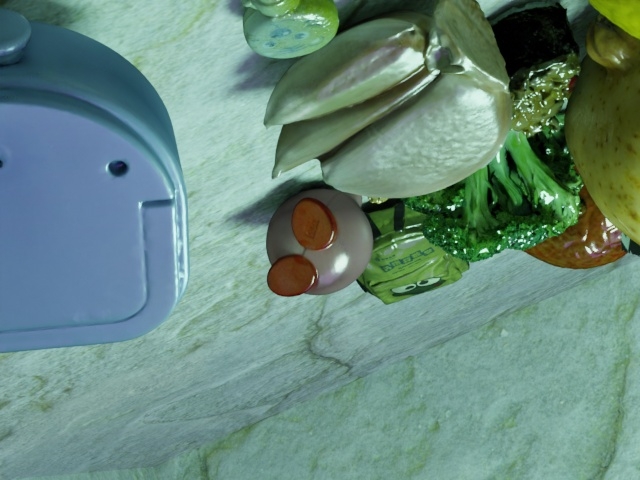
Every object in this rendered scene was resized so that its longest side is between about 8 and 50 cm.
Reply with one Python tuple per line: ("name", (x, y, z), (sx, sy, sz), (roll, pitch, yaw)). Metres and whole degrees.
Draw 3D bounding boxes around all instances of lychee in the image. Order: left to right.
("lychee", (0.399, -0.068, 2.332), (0.255, 0.255, 0.300), (-26, -166, 28))

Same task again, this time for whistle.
("whistle", (-0.045, -0.253, 1.562), (0.104, 0.057, 0.198), (-15, 158, 10))

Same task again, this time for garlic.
("garlic", (0.094, -0.164, 1.779), (0.279, 0.132, 0.325), (34, 132, -29))

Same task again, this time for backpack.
("backpack", (0.140, 0.007, 2.515), (0.207, 0.140, 0.253), (-20, 158, 10))

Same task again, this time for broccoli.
("broccoli", (0.242, -0.104, 2.096), (0.294, 0.265, 0.245), (-40, 145, -21))

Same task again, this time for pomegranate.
("pomegranate", (0.490, -0.167, 1.932), (0.410, 0.410, 0.410), (-17, 165, -5))

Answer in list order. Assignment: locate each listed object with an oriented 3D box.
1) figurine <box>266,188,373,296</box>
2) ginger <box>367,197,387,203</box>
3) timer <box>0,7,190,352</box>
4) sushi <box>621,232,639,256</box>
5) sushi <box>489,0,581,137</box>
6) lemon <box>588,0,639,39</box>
("figurine", (0.000, 0.000, 2.279), (0.173, 0.173, 0.173), (-17, 165, -5))
("ginger", (0.095, -0.126, 1.959), (0.216, 0.157, 0.102), (-17, -164, 34))
("timer", (-0.321, -0.065, 1.505), (0.395, 0.173, 0.395), (-6, 130, -7))
("sushi", (0.531, -0.104, 2.257), (0.059, 0.292, 0.294), (-3, 173, 31))
("sushi", (0.252, -0.209, 1.899), (0.147, 0.115, 0.212), (-8, 160, -12))
("lemon", (0.367, -0.310, 1.427), (0.322, 0.268, 0.268), (21, 152, -14))
